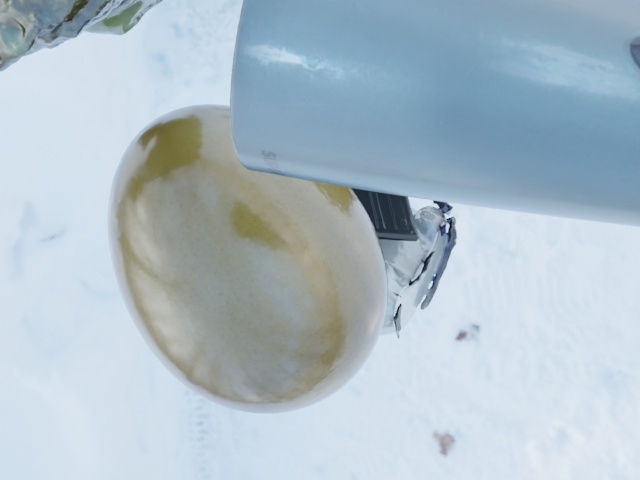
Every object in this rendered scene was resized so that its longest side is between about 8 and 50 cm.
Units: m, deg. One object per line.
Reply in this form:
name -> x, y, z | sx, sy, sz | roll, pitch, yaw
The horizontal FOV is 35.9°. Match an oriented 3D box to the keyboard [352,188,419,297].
keyboard -> 0.058, -0.075, 1.138 | 0.103, 0.381, 0.041 | 4, 139, -21

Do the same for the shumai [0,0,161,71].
shumai -> -0.236, -0.302, 0.850 | 0.309, 0.263, 0.304 | 23, 113, 18

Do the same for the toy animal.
toy animal -> 0.000, -0.005, 1.233 | 0.310, 0.183, 0.247 | 21, 171, 21

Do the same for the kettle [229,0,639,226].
kettle -> 0.094, -0.076, 0.545 | 0.243, 0.160, 0.210 | 16, 162, 10

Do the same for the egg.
egg -> -0.072, 0.019, 0.958 | 0.250, 0.250, 0.322 | -15, 120, 31
